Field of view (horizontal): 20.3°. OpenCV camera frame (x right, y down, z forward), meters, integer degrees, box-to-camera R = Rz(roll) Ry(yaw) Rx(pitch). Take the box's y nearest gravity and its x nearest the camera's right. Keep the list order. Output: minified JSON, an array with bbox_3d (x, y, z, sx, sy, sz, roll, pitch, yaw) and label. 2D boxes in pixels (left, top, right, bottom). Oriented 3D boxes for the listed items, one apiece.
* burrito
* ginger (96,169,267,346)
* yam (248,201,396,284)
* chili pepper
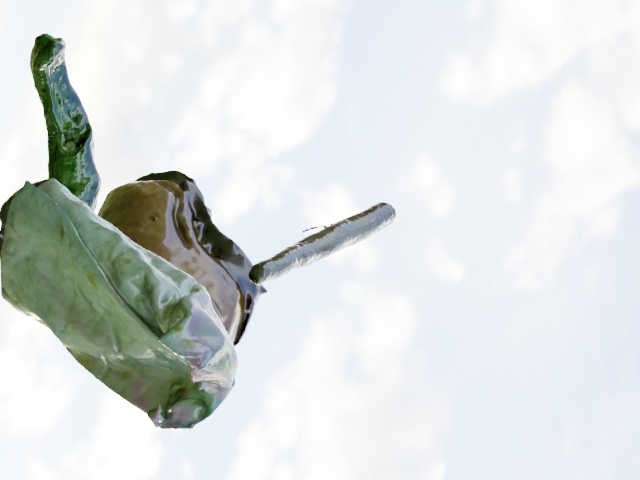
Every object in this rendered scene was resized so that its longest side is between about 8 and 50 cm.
[{"bbox_3d":[-0.156,0.050,1.397,0.229,0.089,0.144,36,-40,26],"label":"burrito"},{"bbox_3d":[-0.218,0.065,2.235,0.223,0.269,0.200,-34,172,-47],"label":"ginger"},{"bbox_3d":[0.001,0.001,1.517,0.027,0.234,0.029,-20,-88,32],"label":"yam"},{"bbox_3d":[-0.223,-0.092,1.559,0.073,0.050,0.182,-49,132,-73],"label":"chili pepper"}]
